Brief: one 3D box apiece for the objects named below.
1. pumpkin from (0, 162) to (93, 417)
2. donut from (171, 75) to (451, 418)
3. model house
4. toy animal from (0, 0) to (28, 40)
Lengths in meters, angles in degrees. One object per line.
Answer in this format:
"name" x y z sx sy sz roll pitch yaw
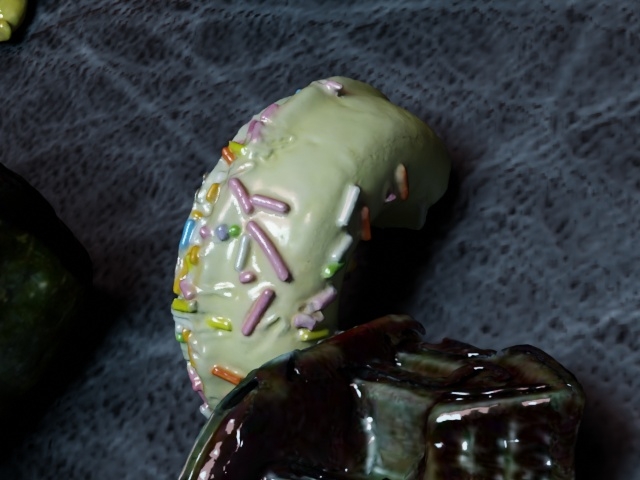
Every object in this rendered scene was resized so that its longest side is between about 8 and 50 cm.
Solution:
"pumpkin" -0.292 0.023 0.724 0.325 0.242 0.232 12 60 45
"donut" -0.003 0.000 0.621 0.065 0.108 0.166 17 69 30
"model house" 0.037 0.101 0.523 0.152 0.106 0.165 9 72 42
"toy animal" -0.204 -0.199 0.932 0.083 0.070 0.159 1 57 38
